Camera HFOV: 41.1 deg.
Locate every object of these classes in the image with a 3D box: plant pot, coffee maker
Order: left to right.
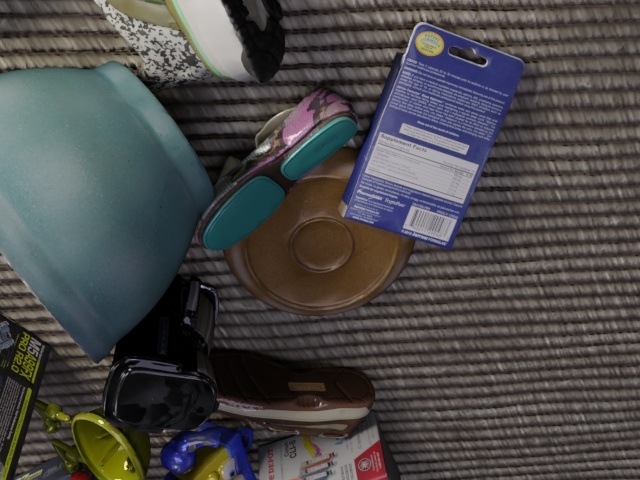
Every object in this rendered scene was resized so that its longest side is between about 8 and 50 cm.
[{"bbox_3d":[-0.231,-0.053,0.843,0.196,0.293,0.293,-38,121,-15],"label":"plant pot"},{"bbox_3d":[-0.203,0.129,0.987,0.171,0.178,0.120,-7,120,-1],"label":"coffee maker"},{"bbox_3d":[0.000,0.000,1.016,0.236,0.032,0.236,-2,120,-4],"label":"plant pot"}]

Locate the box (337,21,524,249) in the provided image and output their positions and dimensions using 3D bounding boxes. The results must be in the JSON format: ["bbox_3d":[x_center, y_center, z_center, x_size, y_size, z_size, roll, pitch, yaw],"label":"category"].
[{"bbox_3d":[0.122,-0.113,0.941,0.136,0.036,0.225,17,106,-15],"label":"box"}]

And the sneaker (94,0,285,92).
[{"bbox_3d":[-0.203,-0.293,0.768,0.182,0.158,0.410,-20,117,23],"label":"sneaker"}]

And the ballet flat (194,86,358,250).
[{"bbox_3d":[-0.058,-0.082,0.931,0.221,0.079,0.077,-42,144,4],"label":"ballet flat"}]

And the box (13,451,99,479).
[{"bbox_3d":[-0.381,0.409,1.205,0.233,0.059,0.183,-29,119,12],"label":"box"}]

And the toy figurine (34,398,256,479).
[{"bbox_3d":[-0.185,0.291,1.113,0.217,0.191,0.362,-38,124,-35],"label":"toy figurine"}]

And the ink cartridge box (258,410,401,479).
[{"bbox_3d":[0.016,0.341,1.163,0.176,0.128,0.127,-20,120,6],"label":"ink cartridge box"}]

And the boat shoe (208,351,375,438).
[{"bbox_3d":[-0.062,0.215,1.103,0.258,0.095,0.095,11,125,-12],"label":"boat shoe"}]

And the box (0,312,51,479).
[{"bbox_3d":[-0.418,0.154,0.928,0.060,0.270,0.216,-40,117,16],"label":"box"}]
